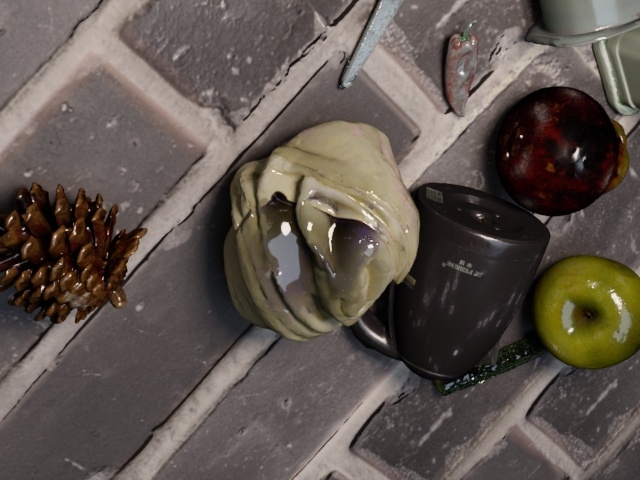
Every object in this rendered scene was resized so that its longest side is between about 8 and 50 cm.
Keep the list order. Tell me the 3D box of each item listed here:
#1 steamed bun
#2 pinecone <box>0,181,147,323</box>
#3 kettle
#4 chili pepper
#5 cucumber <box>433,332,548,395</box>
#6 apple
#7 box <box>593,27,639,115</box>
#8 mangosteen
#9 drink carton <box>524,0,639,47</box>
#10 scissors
[{"bbox_3d":[0.000,0.000,1.493,0.275,0.206,0.320,11,110,-2],"label":"steamed bun"},{"bbox_3d":[-0.344,0.012,1.398,0.212,0.168,0.186,30,100,-30],"label":"pinecone"},{"bbox_3d":[0.175,0.070,1.654,0.268,0.207,0.290,19,113,2],"label":"kettle"},{"bbox_3d":[0.208,-0.254,1.599,0.050,0.041,0.153,0,130,-2],"label":"chili pepper"},{"bbox_3d":[0.312,0.203,1.837,0.256,0.043,0.044,-21,123,-15],"label":"cucumber"},{"bbox_3d":[0.445,0.116,1.774,0.157,0.196,0.196,-22,129,-62],"label":"apple"},{"bbox_3d":[0.610,-0.308,1.667,0.312,0.182,0.175,-30,120,-10],"label":"box"},{"bbox_3d":[0.364,-0.131,1.628,0.209,0.210,0.210,-9,115,-20],"label":"mangosteen"},{"bbox_3d":[0.378,-0.390,1.535,0.191,0.185,0.190,-22,116,-11],"label":"drink carton"},{"bbox_3d":[0.116,-0.372,1.517,0.191,0.029,0.360,24,103,-25],"label":"scissors"}]
